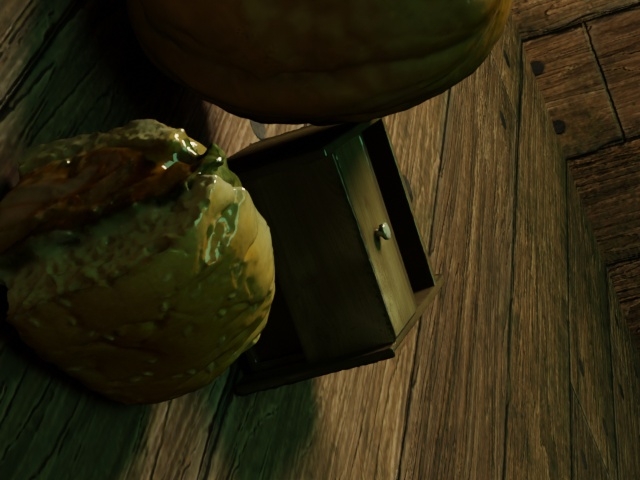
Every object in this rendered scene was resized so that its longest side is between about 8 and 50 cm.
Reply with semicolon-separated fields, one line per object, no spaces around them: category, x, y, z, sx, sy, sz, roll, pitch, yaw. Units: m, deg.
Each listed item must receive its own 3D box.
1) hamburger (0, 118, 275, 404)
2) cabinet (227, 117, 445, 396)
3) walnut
hamburger;-0.097;0.037;0.844;0.208;0.155;0.135;65;25;-46
cabinet;0.000;0.000;1.120;0.215;0.148;0.175;-42;115;-68
walnut;-0.003;-0.213;1.035;0.277;0.312;0.252;-53;136;-76
